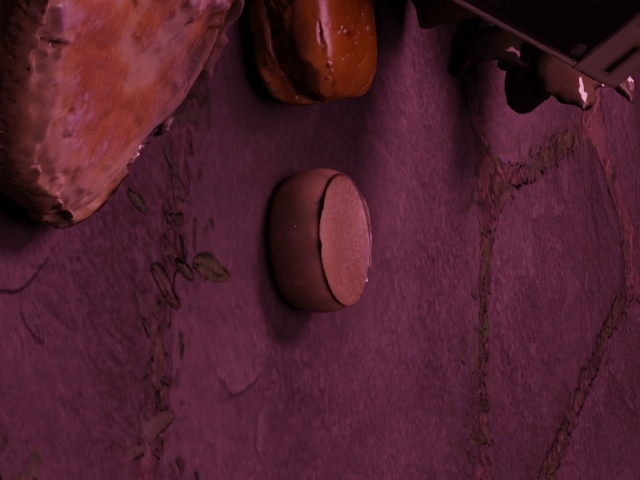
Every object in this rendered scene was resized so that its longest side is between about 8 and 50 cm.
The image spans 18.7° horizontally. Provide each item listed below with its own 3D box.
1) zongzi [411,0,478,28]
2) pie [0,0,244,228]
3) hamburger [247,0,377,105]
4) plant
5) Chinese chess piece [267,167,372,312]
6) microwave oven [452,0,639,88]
[{"bbox_3d":[0.095,-0.337,1.844,0.204,0.094,0.205,42,45,-48],"label":"zongzi"},{"bbox_3d":[-0.124,-0.155,1.217,0.337,0.075,0.337,-55,165,-22],"label":"pie"},{"bbox_3d":[-0.004,-0.182,1.605,0.147,0.083,0.138,-2,84,-69],"label":"hamburger"},{"bbox_3d":[0.249,-0.287,2.015,0.213,0.215,0.312,-25,123,-64],"label":"plant"},{"bbox_3d":[0.000,0.000,1.630,0.122,0.051,0.122,-3,90,-68],"label":"Chinese chess piece"},{"bbox_3d":[0.166,-0.349,1.647,0.394,0.247,0.333,21,46,-44],"label":"microwave oven"}]
